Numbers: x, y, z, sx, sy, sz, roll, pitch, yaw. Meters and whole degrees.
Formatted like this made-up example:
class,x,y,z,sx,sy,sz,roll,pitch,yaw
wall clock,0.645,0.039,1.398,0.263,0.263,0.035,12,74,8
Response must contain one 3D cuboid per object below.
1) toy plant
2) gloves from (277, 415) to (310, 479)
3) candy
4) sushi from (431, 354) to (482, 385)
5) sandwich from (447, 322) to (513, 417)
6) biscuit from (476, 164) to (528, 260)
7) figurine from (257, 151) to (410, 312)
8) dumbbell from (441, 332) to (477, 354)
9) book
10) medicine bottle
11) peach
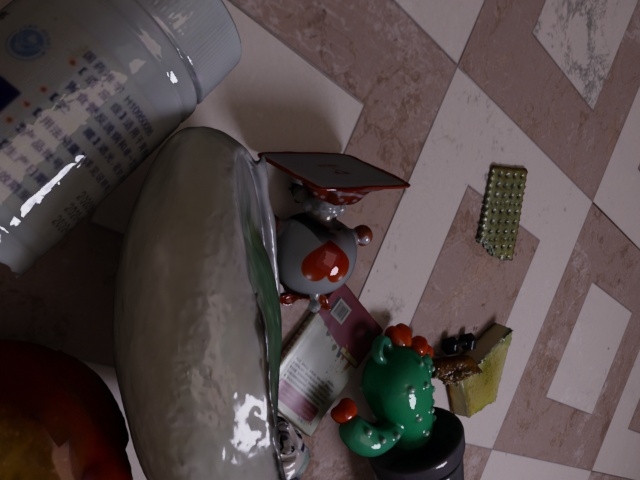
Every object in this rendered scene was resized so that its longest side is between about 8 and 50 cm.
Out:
class,x,y,z,sx,sy,sz,roll,pitch,yaw
toy plant,0.157,0.347,1.133,0.279,0.185,0.401,-22,112,-24
gloves,-0.099,0.326,0.957,0.127,0.111,0.212,-39,132,5
candy,-0.129,0.083,0.720,0.186,0.386,0.428,0,108,0
sushi,0.269,0.266,1.268,0.061,0.117,0.060,23,59,-76
sandwich,0.359,0.299,1.377,0.193,0.058,0.163,-36,126,-29
biscuit,0.381,-0.056,1.311,0.143,0.016,0.203,0,102,-41
figurine,0.000,0.000,0.925,0.183,0.160,0.226,-6,116,-39
dumbbell,0.290,0.216,1.302,0.083,0.036,0.040,-3,105,-40
book,0.005,0.201,1.060,0.232,0.022,0.162,-52,129,-16
medicine bottle,-0.248,-0.145,0.620,0.332,0.189,0.190,-49,129,-18
peach,-0.359,0.222,0.584,0.338,0.281,0.281,8,98,-42
